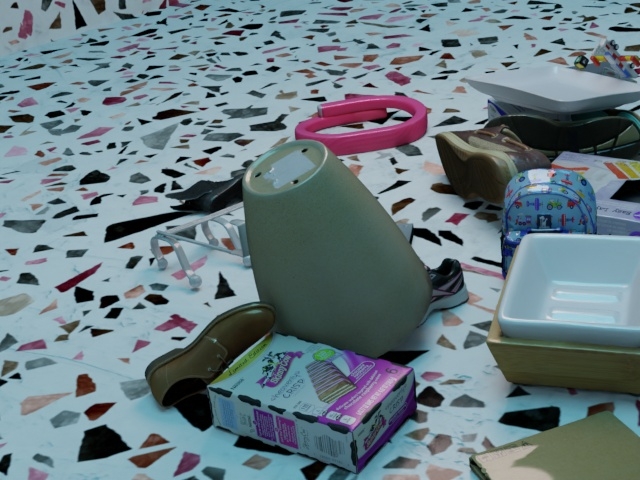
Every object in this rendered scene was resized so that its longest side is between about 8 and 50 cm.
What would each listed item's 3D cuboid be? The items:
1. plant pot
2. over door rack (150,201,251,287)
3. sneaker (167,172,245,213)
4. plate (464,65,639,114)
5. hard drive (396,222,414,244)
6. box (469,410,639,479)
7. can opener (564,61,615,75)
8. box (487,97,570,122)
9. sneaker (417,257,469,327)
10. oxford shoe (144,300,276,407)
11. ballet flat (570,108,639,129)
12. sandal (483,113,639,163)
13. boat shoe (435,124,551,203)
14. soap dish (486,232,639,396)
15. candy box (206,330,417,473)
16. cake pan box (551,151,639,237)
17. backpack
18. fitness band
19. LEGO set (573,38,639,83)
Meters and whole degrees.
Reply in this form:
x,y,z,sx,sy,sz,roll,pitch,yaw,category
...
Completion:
x,y,z,sx,sy,sz,roll,pitch,yaw,category
0.000,0.000,1.633,0.257,0.274,0.256,-16,34,12,plant pot
-0.112,-0.009,1.910,0.239,0.108,0.324,-24,10,-33,over door rack
-0.206,-0.097,2.208,0.089,0.051,0.170,21,40,36,sneaker
0.477,-0.299,2.281,0.277,0.045,0.278,-11,23,-36,plate
0.091,-0.001,1.975,0.135,0.022,0.094,-1,26,11,hard drive
0.304,0.277,1.354,0.201,0.021,0.164,-14,27,-17,box
0.526,-0.327,2.520,0.283,0.076,0.095,-11,58,-10,can opener
0.432,-0.256,2.364,0.137,0.072,0.126,-10,24,-9,box
0.148,0.076,1.741,0.178,0.077,0.072,-25,31,-33,sneaker
-0.144,0.164,1.591,0.212,0.076,0.076,-36,41,5,oxford shoe
0.597,-0.226,2.272,0.073,0.080,0.232,14,16,-33,ballet flat
0.461,-0.182,2.189,0.303,0.120,0.086,1,6,4,sandal
0.311,-0.147,2.061,0.123,0.123,0.342,-21,13,-10,boat shoe
0.370,0.099,1.596,0.229,0.118,0.291,3,27,18,soap dish
-0.011,0.208,1.512,0.233,0.071,0.159,10,31,32,candy box
0.498,-0.068,1.972,0.267,0.070,0.246,12,34,33,cake pan box
0.357,-0.020,1.781,0.158,0.173,0.117,3,27,17,backpack
0.087,-0.251,2.458,0.291,0.054,0.209,-10,26,-6,fitness band
0.633,-0.331,2.325,0.244,0.182,0.060,27,78,13,LEGO set
